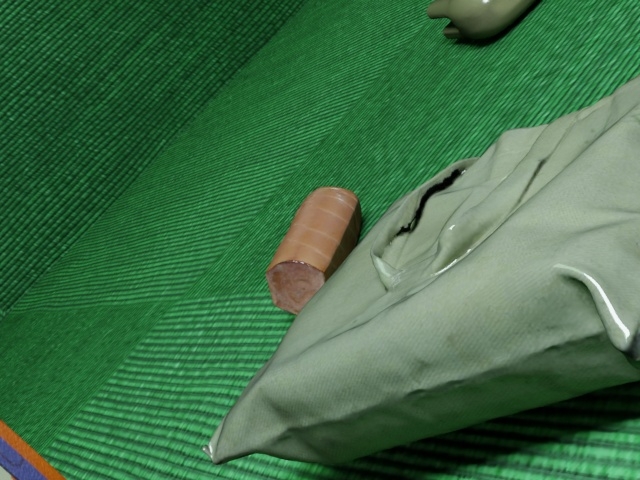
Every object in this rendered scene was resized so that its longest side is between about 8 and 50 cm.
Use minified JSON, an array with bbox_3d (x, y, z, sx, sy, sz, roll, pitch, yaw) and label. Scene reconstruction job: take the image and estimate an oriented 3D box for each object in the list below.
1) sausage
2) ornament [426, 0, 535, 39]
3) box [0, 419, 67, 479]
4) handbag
[{"bbox_3d":[0.001,0.000,1.075,0.065,0.065,0.169,-34,18,30],"label":"sausage"},{"bbox_3d":[0.241,-0.309,1.280,0.230,0.061,0.245,-42,14,-2],"label":"ornament"},{"bbox_3d":[-0.345,0.307,0.761,0.348,0.257,0.319,-38,18,18],"label":"box"},{"bbox_3d":[0.094,0.024,0.695,0.315,0.109,0.253,-28,17,45],"label":"handbag"}]
